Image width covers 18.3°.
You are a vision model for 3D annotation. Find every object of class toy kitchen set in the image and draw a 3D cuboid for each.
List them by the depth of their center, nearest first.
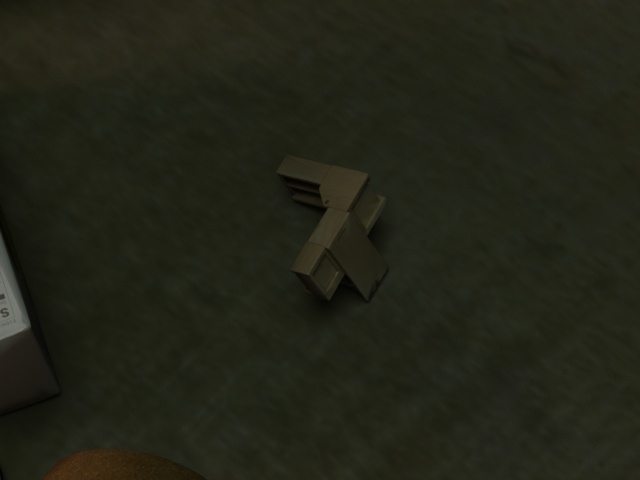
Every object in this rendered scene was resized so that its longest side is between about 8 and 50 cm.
[{"bbox_3d":[0.000,0.000,1.353,0.075,0.068,0.083,15,65,37],"label":"toy kitchen set"}]

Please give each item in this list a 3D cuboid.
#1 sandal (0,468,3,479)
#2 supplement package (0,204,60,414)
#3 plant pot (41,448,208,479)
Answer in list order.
[{"bbox_3d":[-0.274,0.201,1.268,0.179,0.040,0.067,-41,72,-15],"label":"sandal"},{"bbox_3d":[-0.276,-0.005,1.303,0.134,0.139,0.244,-19,69,-6],"label":"supplement package"},{"bbox_3d":[-0.132,0.260,1.161,0.237,0.237,0.254,10,53,5],"label":"plant pot"}]
